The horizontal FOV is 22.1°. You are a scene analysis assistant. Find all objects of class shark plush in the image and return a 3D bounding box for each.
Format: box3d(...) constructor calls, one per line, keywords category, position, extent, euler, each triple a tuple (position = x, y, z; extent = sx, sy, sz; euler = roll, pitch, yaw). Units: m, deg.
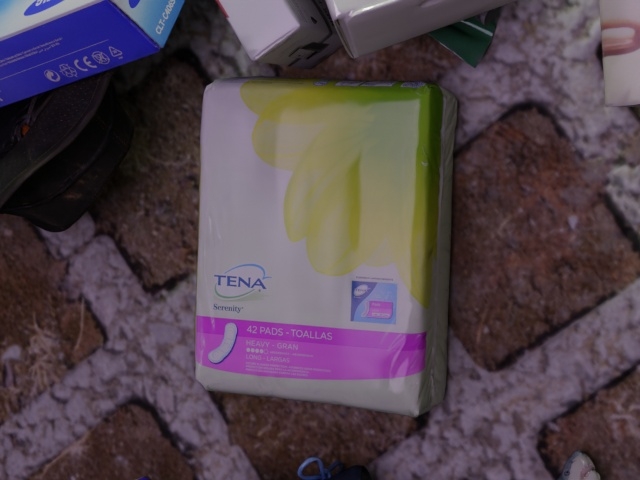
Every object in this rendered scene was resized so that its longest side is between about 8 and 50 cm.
box3d(category="shark plush", position=(0.209, 0.264, 1.466), extent=(0.067, 0.073, 0.161), euler=(52, 133, 32))

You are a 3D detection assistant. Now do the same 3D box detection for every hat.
box3d(category="hat", position=(-0.272, -0.089, 1.576), extent=(0.331, 0.331, 0.134), euler=(-29, 127, 25))

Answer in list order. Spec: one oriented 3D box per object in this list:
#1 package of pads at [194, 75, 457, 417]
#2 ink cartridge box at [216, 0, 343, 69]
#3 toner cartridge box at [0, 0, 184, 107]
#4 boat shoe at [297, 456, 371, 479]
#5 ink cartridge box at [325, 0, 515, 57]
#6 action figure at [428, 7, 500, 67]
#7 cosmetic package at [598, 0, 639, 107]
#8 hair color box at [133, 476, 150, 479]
box3d(category="package of pads", position=(0.000, 0.000, 1.494), extent=(0.229, 0.101, 0.296), euler=(5, 95, 22))
box3d(category="ink cartridge box", position=(-0.038, -0.211, 1.475), extent=(0.056, 0.135, 0.099), euler=(-34, 81, 19))
box3d(category="toner cartridge box", position=(-0.258, -0.215, 1.504), extent=(0.348, 0.075, 0.165), euler=(-13, 47, 40))
box3d(category="boat shoe", position=(0.031, 0.247, 1.512), extent=(0.258, 0.109, 0.089), euler=(11, 91, 6))
box3d(category="ink cartridge box", position=(0.068, -0.318, 1.381), extent=(0.198, 0.115, 0.273), euler=(-19, 76, 4))
box3d(category="action figure", position=(0.058, -0.260, 1.467), extent=(0.232, 0.063, 0.137), euler=(23, 91, 16))
box3d(category="cosmetic package", position=(0.298, -0.257, 1.318), extent=(0.129, 0.153, 0.296), euler=(-3, 91, 25))
box3d(category="hair color box", position=(-0.250, 0.407, 1.586), extent=(0.110, 0.185, 0.339), euler=(35, 106, 19))
